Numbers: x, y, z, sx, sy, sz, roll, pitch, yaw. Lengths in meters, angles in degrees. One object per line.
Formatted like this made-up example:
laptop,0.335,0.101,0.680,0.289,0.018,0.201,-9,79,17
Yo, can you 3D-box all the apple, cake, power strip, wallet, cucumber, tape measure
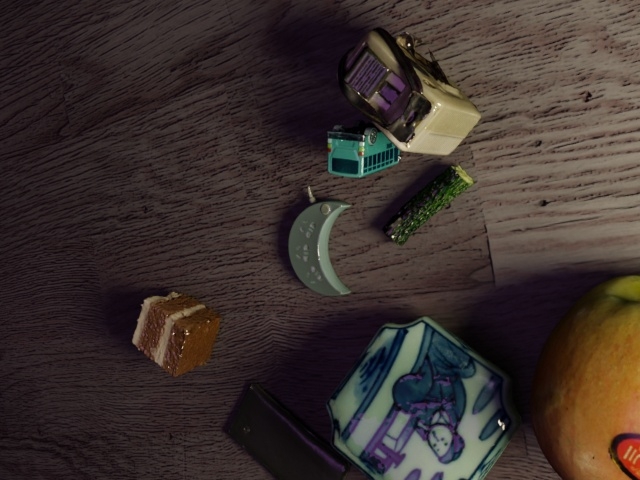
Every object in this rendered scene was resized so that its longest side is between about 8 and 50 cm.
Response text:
apple,0.461,0.202,0.944,0.338,0.338,0.305,18,107,28
cake,-0.318,0.200,1.531,0.147,0.135,0.135,23,107,22
power strip,0.000,0.000,1.368,0.137,0.044,0.216,2,97,32
wallet,-0.073,0.437,1.474,0.285,0.030,0.146,35,109,24
cucumber,0.187,-0.062,1.242,0.187,0.058,0.058,-42,74,30
tape measure,0.129,-0.252,1.124,0.231,0.271,0.133,47,116,16

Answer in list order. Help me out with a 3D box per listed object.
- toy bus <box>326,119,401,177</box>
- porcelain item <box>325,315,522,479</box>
toy bus,0.081,-0.163,1.236,0.079,0.160,0.092,11,110,29
porcelain item,0.173,0.292,1.185,0.285,0.157,0.281,38,92,23
